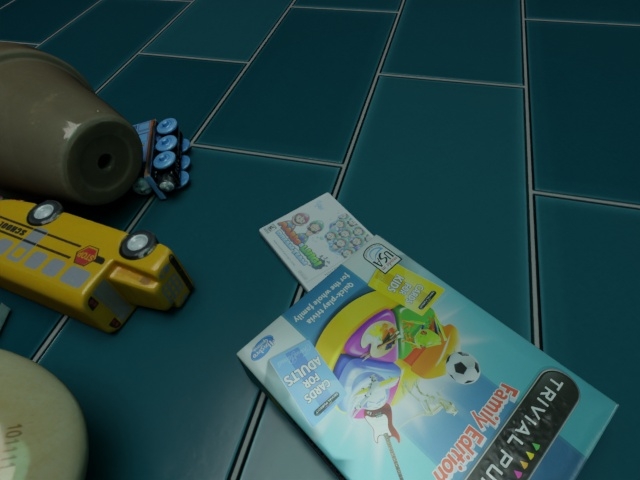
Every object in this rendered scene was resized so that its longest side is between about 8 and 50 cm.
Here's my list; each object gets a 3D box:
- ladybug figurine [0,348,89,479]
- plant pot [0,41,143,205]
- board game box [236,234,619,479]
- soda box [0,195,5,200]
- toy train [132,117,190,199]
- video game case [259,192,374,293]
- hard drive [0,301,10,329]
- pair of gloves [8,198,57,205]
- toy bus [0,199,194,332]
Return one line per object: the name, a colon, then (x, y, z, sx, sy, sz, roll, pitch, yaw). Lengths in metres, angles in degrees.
ladybug figurine: (-0.451, 0.253, 0.361, 0.449, 0.162, 0.305, -3, 52, -19)
plant pot: (-0.432, -0.163, 0.676, 0.229, 0.263, 0.263, 25, 58, 18)
board game box: (0.107, 0.173, 0.479, 0.254, 0.079, 0.336, -39, 58, -23)
soda box: (-0.645, -0.037, 0.697, 0.263, 0.092, 0.083, 11, 53, 13)
toy train: (-0.311, -0.158, 0.778, 0.105, 0.080, 0.184, -15, 54, 4)
video game case: (0.000, 0.000, 0.661, 0.143, 0.019, 0.157, -30, 55, -18)
hard drive: (-0.570, 0.229, 0.514, 0.210, 0.040, 0.319, -5, 52, 1)
pair of gloves: (-0.548, -0.070, 0.768, 0.083, 0.010, 0.074, 30, 57, 23)
toy bus: (-0.365, 0.036, 0.606, 0.332, 0.108, 0.130, 16, 55, 17)
